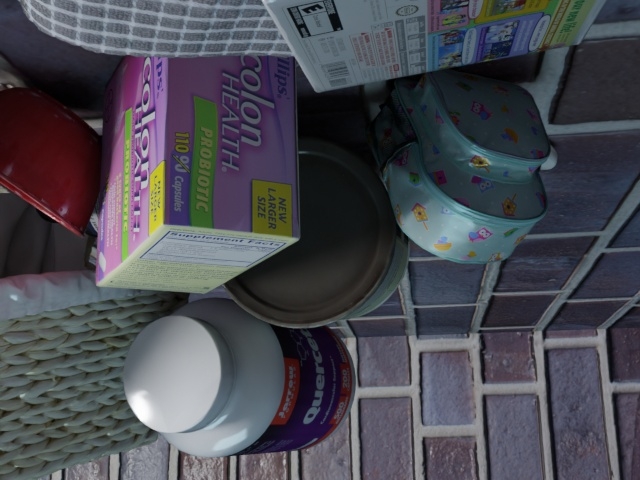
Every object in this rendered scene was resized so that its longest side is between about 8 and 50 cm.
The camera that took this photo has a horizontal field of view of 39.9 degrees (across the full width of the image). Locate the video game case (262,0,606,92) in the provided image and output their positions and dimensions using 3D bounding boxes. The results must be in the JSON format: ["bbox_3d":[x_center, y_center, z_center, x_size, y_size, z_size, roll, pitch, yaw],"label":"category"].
[{"bbox_3d":[0.076,-0.138,0.530,0.193,0.023,0.212,-9,176,7],"label":"video game case"}]

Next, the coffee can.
[{"bbox_3d":[0.000,0.000,1.053,0.201,0.202,0.275,-3,176,9],"label":"coffee can"}]

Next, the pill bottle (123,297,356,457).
[{"bbox_3d":[-0.091,0.168,1.071,0.181,0.182,0.323,-7,167,23],"label":"pill bottle"}]

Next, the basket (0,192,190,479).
[{"bbox_3d":[-0.385,0.106,1.070,0.328,0.266,0.331,22,-164,36],"label":"basket"}]

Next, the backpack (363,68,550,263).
[{"bbox_3d":[0.148,-0.076,0.897,0.165,0.188,0.144,9,146,-26],"label":"backpack"}]

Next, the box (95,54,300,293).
[{"bbox_3d":[-0.122,-0.079,0.817,0.117,0.214,0.243,6,164,-26],"label":"box"}]

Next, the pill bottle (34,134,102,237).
[{"bbox_3d":[-0.219,-0.061,1.032,0.219,0.123,0.123,4,167,17],"label":"pill bottle"}]

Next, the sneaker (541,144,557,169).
[{"bbox_3d":[0.227,-0.096,1.075,0.152,0.061,0.053,6,162,-30],"label":"sneaker"}]

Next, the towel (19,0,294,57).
[{"bbox_3d":[-0.045,-0.200,0.551,0.283,0.121,0.235,3,165,-15],"label":"towel"}]

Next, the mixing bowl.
[{"bbox_3d":[-0.294,-0.094,0.915,0.181,0.098,0.181,32,170,6],"label":"mixing bowl"}]
